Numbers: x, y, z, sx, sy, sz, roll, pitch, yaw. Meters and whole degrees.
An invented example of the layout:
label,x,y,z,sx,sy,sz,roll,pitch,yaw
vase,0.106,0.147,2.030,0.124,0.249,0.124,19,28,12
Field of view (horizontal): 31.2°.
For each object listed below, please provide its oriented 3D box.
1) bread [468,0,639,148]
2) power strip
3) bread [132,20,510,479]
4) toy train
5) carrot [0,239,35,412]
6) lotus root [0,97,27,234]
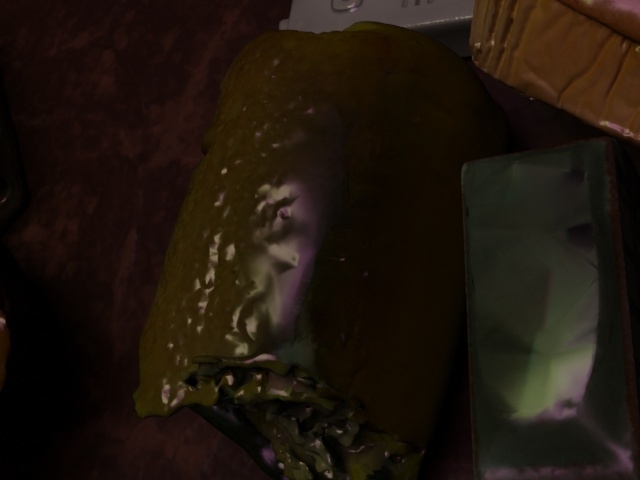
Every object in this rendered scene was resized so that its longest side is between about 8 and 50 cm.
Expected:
label,x,y,z,sx,sy,sz,roll,pitch,yaw
bread,0.250,-0.141,0.843,0.288,0.152,0.119,27,117,19
power strip,0.132,-0.215,1.018,0.385,0.062,0.091,-4,64,26
bread,0.000,0.000,0.918,0.251,0.208,0.377,8,69,26
toy train,0.178,0.082,0.806,0.129,0.159,0.326,-10,65,26
carrot,-0.382,0.084,1.041,0.241,0.340,0.241,0,90,-11
lotus root,-0.424,-0.119,1.225,0.210,0.142,0.314,-41,54,8
